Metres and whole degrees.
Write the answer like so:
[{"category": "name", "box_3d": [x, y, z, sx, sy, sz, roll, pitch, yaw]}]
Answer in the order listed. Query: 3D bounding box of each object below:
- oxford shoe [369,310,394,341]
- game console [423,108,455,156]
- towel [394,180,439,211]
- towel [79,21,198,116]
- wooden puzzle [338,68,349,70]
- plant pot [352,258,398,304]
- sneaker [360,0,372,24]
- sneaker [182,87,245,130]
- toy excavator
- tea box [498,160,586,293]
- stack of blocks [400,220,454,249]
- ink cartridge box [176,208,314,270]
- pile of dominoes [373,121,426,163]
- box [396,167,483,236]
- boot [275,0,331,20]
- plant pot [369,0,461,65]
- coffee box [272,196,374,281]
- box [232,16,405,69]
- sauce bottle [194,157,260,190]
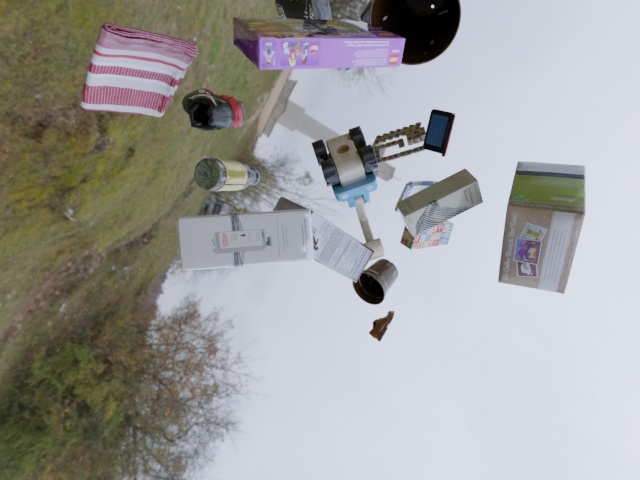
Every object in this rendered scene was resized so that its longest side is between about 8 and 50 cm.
[{"category": "oxford shoe", "box_3d": [0.286, 0.377, 1.958, 0.212, 0.076, 0.076, -38, 150, -54]}, {"category": "game console", "box_3d": [0.409, -0.375, 1.475, 0.124, 0.085, 0.144, -51, 152, -65]}, {"category": "towel", "box_3d": [0.504, -0.200, 1.985, 0.209, 0.285, 0.034, 106, -22, -54]}, {"category": "towel", "box_3d": [-0.499, -0.440, 1.154, 0.329, 0.237, 0.037, -30, -108, 48]}, {"category": "wooden puzzle", "box_3d": [0.102, -0.889, 2.102, 0.078, 0.116, 0.014, -36, -150, -13]}, {"category": "plant pot", "box_3d": [0.258, 0.175, 1.907, 0.165, 0.167, 0.167, -36, 179, -41]}, {"category": "sneaker", "box_3d": [0.225, -0.880, 1.548, 0.211, 0.080, 0.081, -41, -127, 14]}, {"category": "sneaker", "box_3d": [-0.352, -0.391, 1.267, 0.276, 0.135, 0.098, 26, -52, 37]}, {"category": "toy excavator", "box_3d": [0.158, -0.191, 1.820, 0.222, 0.445, 0.433, -20, -132, 3]}, {"category": "tea box", "box_3d": [0.758, -0.053, 1.467, 0.220, 0.329, 0.323, 10, -139, 26]}, {"category": "stack of blocks", "box_3d": [0.586, -0.058, 2.302, 0.087, 0.297, 0.171, 39, -54, 46]}, {"category": "ink cartridge box", "box_3d": [-0.170, -0.002, 0.986, 0.207, 0.283, 0.117, 180, -94, -81]}, {"category": "pile of dominoes", "box_3d": [0.361, -0.464, 1.967, 0.251, 0.040, 0.196, -14, -129, 15]}, {"category": "box", "box_3d": [0.419, -0.133, 1.500, 0.275, 0.113, 0.094, -28, -142, 7]}, {"category": "boot", "box_3d": [-0.063, -0.742, 1.281, 0.085, 0.178, 0.236, -56, 160, -17]}, {"category": "plant pot", "box_3d": [0.253, -0.598, 1.082, 0.215, 0.215, 0.230, -43, -163, 44]}, {"category": "coffee box", "box_3d": [0.000, 0.000, 1.273, 0.168, 0.297, 0.119, 29, -91, 47]}, {"category": "box", "box_3d": [-0.009, -0.398, 0.850, 0.201, 0.293, 0.057, -124, -149, -47]}, {"category": "sauce bottle", "box_3d": [-0.317, -0.230, 1.518, 0.111, 0.111, 0.344, -58, 170, 13]}]
